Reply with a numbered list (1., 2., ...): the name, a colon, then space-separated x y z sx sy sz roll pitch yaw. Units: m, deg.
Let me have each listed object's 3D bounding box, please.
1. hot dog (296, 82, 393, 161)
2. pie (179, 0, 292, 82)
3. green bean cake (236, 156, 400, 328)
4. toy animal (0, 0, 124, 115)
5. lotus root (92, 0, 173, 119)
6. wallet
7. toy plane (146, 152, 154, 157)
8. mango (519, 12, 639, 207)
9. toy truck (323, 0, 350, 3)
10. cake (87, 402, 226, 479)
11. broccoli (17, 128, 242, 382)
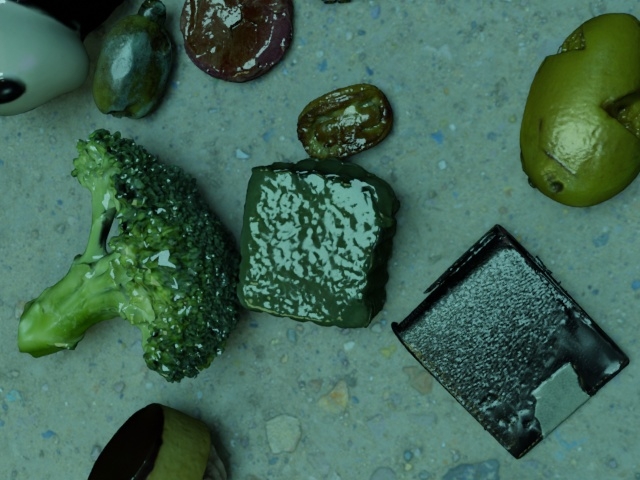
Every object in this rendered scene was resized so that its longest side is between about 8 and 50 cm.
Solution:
1. hot dog: 0.032 -0.170 1.576 0.147 0.065 0.099 -18 98 18
2. pie: -0.127 -0.325 1.640 0.182 0.049 0.182 -1 86 17
3. green bean cake: 0.000 0.000 1.543 0.222 0.125 0.227 11 105 17
4. toy animal: -0.454 -0.337 1.626 0.251 0.251 0.310 20 73 19
5. lotus root: -0.282 -0.278 1.667 0.088 0.113 0.192 32 105 53
6. wallet: 0.257 0.142 1.497 0.221 0.071 0.262 -45 83 14
7. toy plane: -0.299 -0.102 1.708 0.111 0.040 0.102 33 111 15
8. mango: 0.355 -0.172 1.427 0.167 0.130 0.262 8 88 17
9. toy truck: 0.038 -0.377 1.573 0.123 0.063 0.052 -4 88 20
10. cake: -0.229 0.363 1.625 0.178 0.185 0.208 42 84 -22
11. broccoli: -0.282 0.088 1.614 0.397 0.275 0.353 -54 43 13
